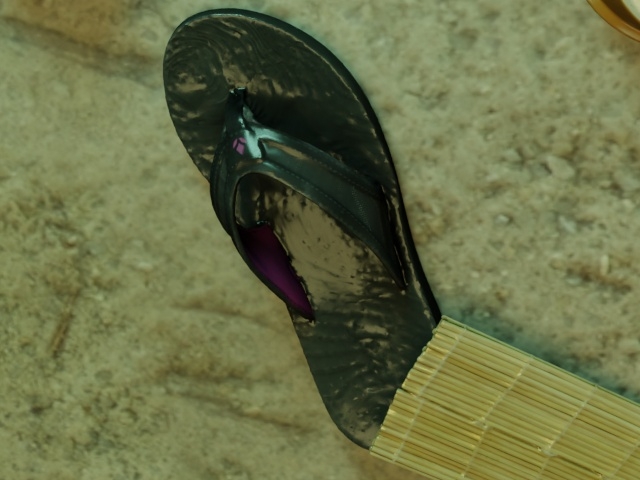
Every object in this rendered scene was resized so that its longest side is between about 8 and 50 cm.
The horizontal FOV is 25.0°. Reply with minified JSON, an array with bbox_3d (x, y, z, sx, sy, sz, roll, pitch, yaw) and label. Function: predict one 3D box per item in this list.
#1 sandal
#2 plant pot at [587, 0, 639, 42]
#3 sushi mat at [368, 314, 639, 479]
[{"bbox_3d":[0.003,0.000,1.263,0.167,0.107,0.445,-23,105,20],"label":"sandal"},{"bbox_3d":[0.279,-0.227,1.071,0.205,0.188,0.205,4,112,11],"label":"plant pot"},{"bbox_3d":[0.212,0.189,1.305,0.316,0.019,0.151,24,113,-10],"label":"sushi mat"}]
